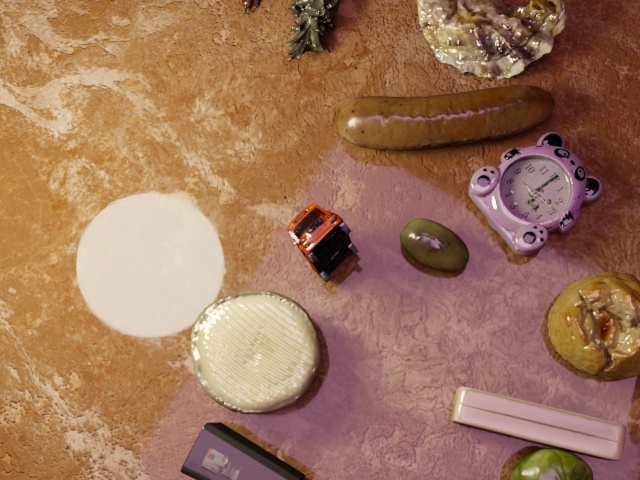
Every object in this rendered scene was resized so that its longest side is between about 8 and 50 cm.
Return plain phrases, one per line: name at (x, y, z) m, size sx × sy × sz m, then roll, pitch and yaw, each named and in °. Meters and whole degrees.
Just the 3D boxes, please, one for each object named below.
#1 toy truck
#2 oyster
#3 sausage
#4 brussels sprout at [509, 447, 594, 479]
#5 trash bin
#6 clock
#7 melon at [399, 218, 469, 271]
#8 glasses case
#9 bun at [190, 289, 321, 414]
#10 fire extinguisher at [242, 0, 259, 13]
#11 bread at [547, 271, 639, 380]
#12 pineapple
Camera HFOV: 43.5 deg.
toy truck at (0.000, 0.000, 1.738) m, size 0.107 × 0.252 × 0.114 m, roll -43°, pitch 73°, yaw -5°
oyster at (0.383, -0.512, 1.886) m, size 0.351 × 0.115 × 0.237 m, roll 26°, pitch 81°, yaw 11°
sausage at (0.289, -0.278, 1.840) m, size 0.501 × 0.123 × 0.136 m, roll -4°, pitch 47°, yaw 5°
brussels sprout at (0.471, 0.502, 1.620) m, size 0.162 × 0.144 × 0.180 m, roll -37°, pitch 100°, yaw -5°
trash bin at (-0.157, 0.487, 1.688) m, size 0.226 × 0.165 × 0.115 m, roll 27°, pitch 80°, yaw 9°
clock at (0.482, -0.110, 1.796) m, size 0.248 × 0.090 × 0.227 m, roll -35°, pitch 76°, yaw -4°
melon at (0.255, 0.012, 1.787) m, size 0.162 × 0.099 × 0.099 m, roll 29°, pitch 81°, yaw 9°
glasses case at (0.443, 0.378, 1.657) m, size 0.337 × 0.144 × 0.076 m, roll 12°, pitch 79°, yaw 10°
bun at (-0.138, 0.244, 1.750) m, size 0.287 × 0.146 × 0.287 m, roll -1°, pitch 78°, yaw 2°
fire extinguisher at (-0.171, -0.608, 2.017) m, size 0.046 × 0.032 × 0.100 m, roll 14°, pitch 76°, yaw -26°
bread at (0.612, 0.174, 1.692) m, size 0.245 × 0.134 × 0.244 m, roll -1°, pitch 80°, yaw 7°
pineapple at (-0.013, -0.591, 1.929) m, size 0.169 × 0.169 × 0.340 m, roll 7°, pitch 81°, yaw 8°
